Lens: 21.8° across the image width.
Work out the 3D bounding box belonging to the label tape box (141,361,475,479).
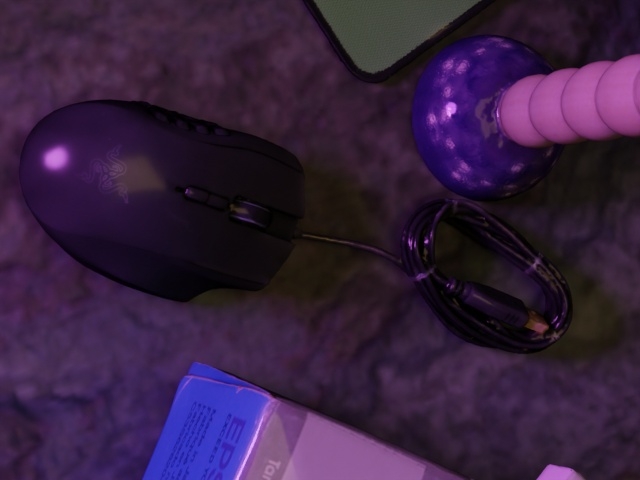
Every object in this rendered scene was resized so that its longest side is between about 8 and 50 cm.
[{"bbox_3d":[0.059,0.223,0.643,0.333,0.106,0.241,26,82,-20],"label":"label tape box"}]

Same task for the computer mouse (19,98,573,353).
[{"bbox_3d":[0.000,0.000,0.650,0.242,0.041,0.071,14,85,-22],"label":"computer mouse"}]

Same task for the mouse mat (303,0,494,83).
[{"bbox_3d":[0.049,-0.174,0.685,0.189,0.007,0.152,-37,104,-16],"label":"mouse mat"}]

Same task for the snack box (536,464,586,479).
[{"bbox_3d":[0.050,0.165,0.569,0.064,0.022,0.178,45,74,-17],"label":"snack box"}]

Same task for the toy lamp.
[{"bbox_3d":[0.120,-0.053,0.571,0.080,0.274,0.080,-1,92,-23],"label":"toy lamp"}]
